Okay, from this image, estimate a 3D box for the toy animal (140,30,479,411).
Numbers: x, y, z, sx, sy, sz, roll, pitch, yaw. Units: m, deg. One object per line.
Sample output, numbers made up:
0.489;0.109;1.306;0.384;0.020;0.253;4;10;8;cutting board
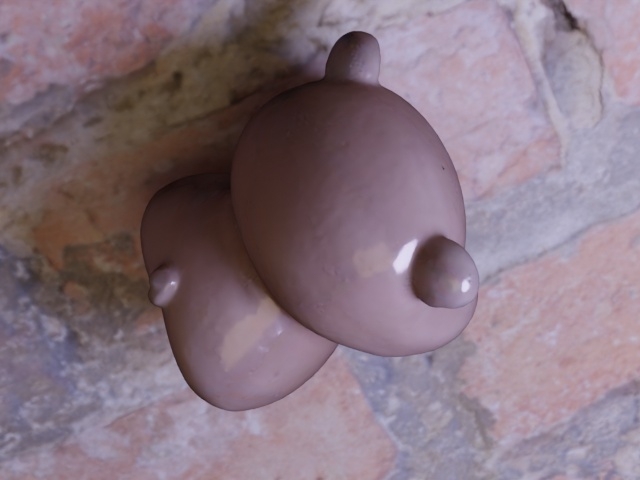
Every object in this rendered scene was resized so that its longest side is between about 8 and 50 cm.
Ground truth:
-0.014;0.000;1.357;0.221;0.210;0.229;-19;162;-5;toy animal
